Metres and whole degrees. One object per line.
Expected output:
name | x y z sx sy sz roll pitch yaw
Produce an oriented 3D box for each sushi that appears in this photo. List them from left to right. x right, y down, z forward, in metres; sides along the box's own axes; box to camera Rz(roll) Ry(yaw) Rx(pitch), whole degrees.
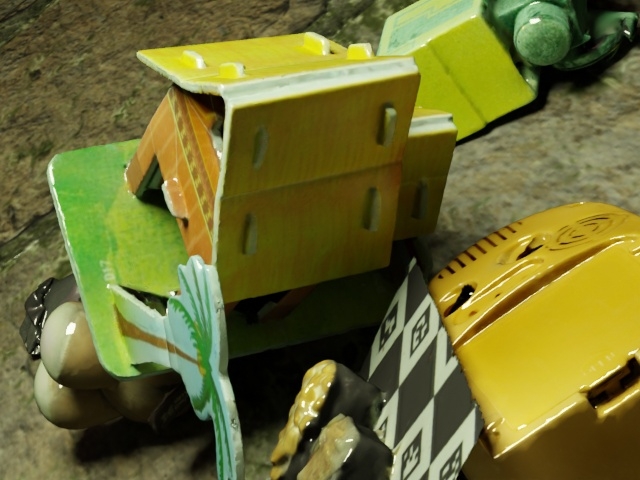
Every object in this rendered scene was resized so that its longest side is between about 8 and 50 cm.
sushi | -0.002 0.168 1.048 0.294 0.059 0.292 -110 44 -74

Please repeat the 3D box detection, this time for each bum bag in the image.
bum bag | -0.231 0.046 1.667 0.198 0.049 0.087 -28 35 9

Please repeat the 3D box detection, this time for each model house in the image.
model house | 0.000 0.000 1.210 0.300 0.340 0.323 -11 -18 -24

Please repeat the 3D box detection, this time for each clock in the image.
clock | 0.175 0.091 1.092 0.244 0.200 0.317 -31 22 -1

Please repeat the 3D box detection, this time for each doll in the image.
doll | -0.123 0.033 1.461 0.174 0.235 0.330 23 60 6

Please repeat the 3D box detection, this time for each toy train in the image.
toy train | 0.191 -0.269 1.636 0.237 0.150 0.369 -24 29 27
